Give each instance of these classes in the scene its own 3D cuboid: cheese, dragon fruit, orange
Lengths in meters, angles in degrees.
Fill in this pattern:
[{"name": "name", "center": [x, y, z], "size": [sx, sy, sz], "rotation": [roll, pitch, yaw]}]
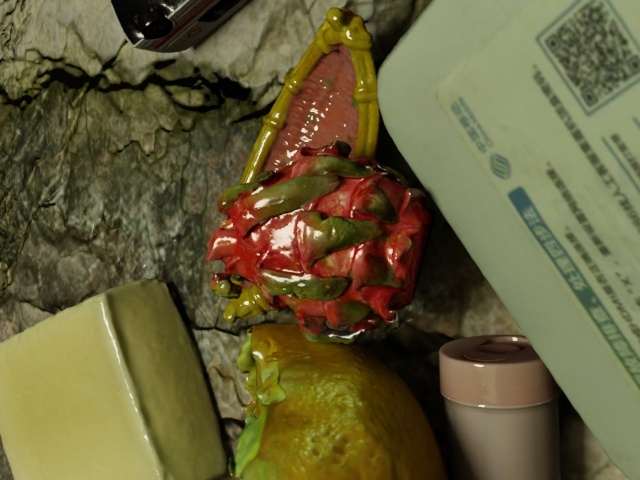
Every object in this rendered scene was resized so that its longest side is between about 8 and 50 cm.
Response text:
[{"name": "cheese", "center": [-0.265, 0.198, 0.910], "size": [0.265, 0.124, 0.242], "rotation": [-24, 79, 35]}, {"name": "dragon fruit", "center": [0.000, 0.000, 0.632], "size": [0.172, 0.166, 0.160], "rotation": [14, 68, 10]}, {"name": "orange", "center": [0.010, 0.214, 0.631], "size": [0.196, 0.334, 0.262], "rotation": [-16, 113, 8]}]

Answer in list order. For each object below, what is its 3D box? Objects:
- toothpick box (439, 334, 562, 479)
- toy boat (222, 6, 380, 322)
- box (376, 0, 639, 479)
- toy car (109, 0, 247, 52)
[{"name": "toothpick box", "center": [0.151, 0.162, 0.636], "size": [0.098, 0.098, 0.149], "rotation": [0, 97, 34]}, {"name": "toy boat", "center": [-0.016, -0.063, 0.724], "size": [0.141, 0.099, 0.318], "rotation": [36, 118, 29]}, {"name": "box", "center": [0.230, -0.034, 0.437], "size": [0.396, 0.111, 0.396], "rotation": [57, 153, 4]}, {"name": "toy car", "center": [-0.110, -0.271, 0.756], "size": [0.209, 0.108, 0.089], "rotation": [-30, 77, 29]}]
